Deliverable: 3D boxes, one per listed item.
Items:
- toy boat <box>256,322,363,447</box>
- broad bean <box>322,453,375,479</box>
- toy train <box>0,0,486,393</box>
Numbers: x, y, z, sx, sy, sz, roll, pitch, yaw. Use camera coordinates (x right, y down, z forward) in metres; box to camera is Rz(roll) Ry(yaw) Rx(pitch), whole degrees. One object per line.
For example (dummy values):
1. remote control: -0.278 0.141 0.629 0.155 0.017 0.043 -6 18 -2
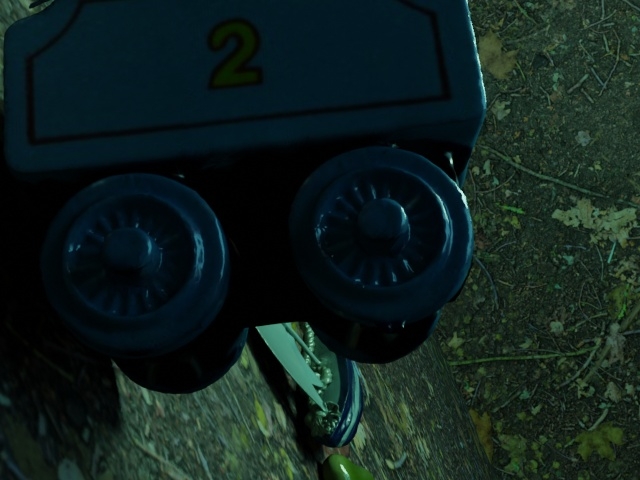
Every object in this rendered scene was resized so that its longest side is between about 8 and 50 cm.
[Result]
1. toy boat: -0.036 0.102 1.035 0.291 0.067 0.220 58 13 -30
2. broad bean: 0.031 0.274 1.038 0.083 0.045 0.063 43 22 -49
3. toy train: -0.050 -0.046 0.597 0.188 0.300 0.265 85 -2 -73
